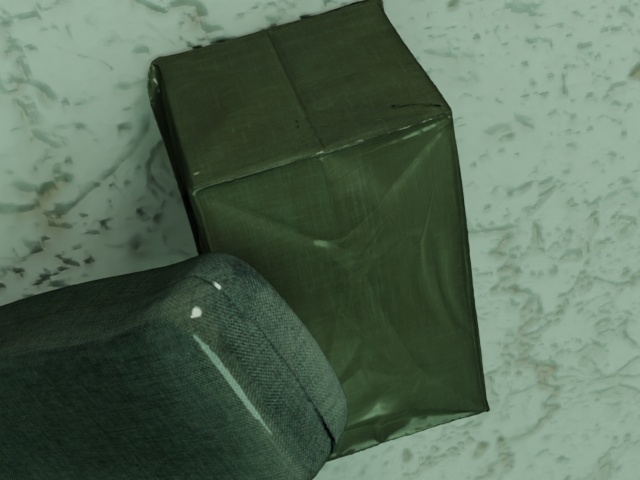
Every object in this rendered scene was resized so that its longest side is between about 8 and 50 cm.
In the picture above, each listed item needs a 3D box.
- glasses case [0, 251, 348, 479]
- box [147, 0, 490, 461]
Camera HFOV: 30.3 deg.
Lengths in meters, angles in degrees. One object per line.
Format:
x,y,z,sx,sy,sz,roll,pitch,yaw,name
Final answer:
-0.132,0.092,0.691,0.323,0.074,0.131,-13,119,42,glasses case
0.000,0.000,0.725,0.155,0.149,0.231,-16,128,-6,box
